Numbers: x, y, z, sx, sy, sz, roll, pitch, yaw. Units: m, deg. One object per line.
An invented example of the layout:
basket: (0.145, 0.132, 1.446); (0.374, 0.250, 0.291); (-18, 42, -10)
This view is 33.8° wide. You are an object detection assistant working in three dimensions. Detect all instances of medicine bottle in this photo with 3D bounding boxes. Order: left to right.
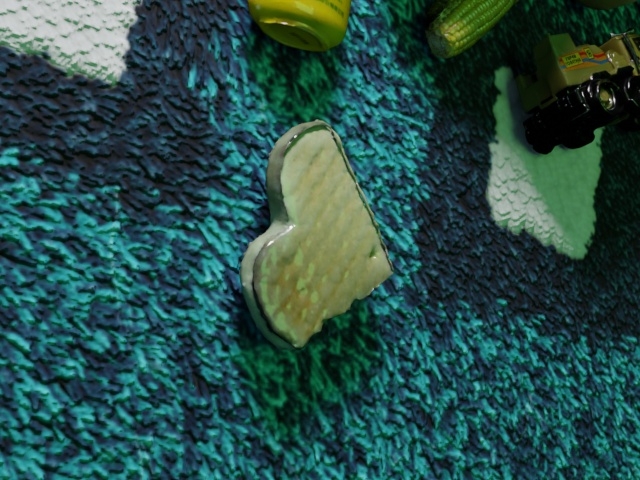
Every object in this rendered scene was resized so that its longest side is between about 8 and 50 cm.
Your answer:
medicine bottle: (-0.002, -0.348, 1.090); (0.111, 0.076, 0.308); (19, 73, -34)

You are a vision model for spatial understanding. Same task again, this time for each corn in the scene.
corn: (0.187, -0.284, 1.221); (0.203, 0.072, 0.072); (-48, 111, -28)

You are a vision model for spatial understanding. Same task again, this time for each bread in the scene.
bread: (0.000, 0.000, 1.056); (0.172, 0.064, 0.232); (17, 76, -33)

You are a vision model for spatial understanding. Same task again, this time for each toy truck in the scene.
toy truck: (0.357, -0.193, 1.302); (0.257, 0.127, 0.127); (-11, 76, -36)

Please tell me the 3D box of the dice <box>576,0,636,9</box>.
dice: (0.381, -0.401, 1.310); (0.169, 0.169, 0.166); (-44, 109, -30)
